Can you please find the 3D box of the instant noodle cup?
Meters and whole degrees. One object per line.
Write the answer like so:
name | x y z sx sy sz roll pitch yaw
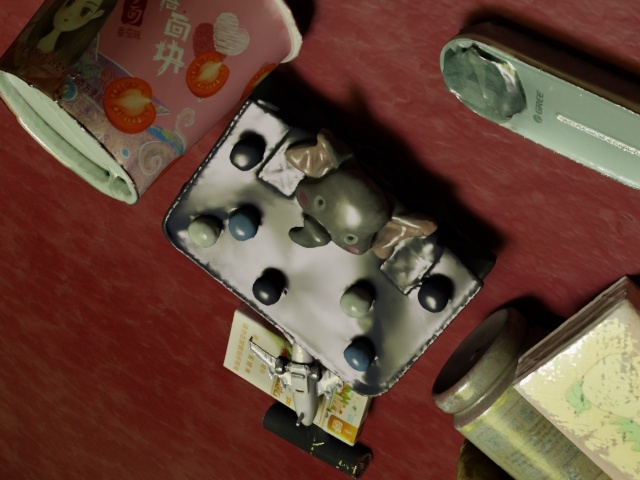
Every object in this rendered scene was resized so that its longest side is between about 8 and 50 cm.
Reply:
instant noodle cup | -0.180 -0.184 1.605 0.243 0.231 0.243 36 164 12

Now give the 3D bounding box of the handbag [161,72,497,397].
handbag | 0.009 -0.007 1.764 0.326 0.118 0.269 37 128 0

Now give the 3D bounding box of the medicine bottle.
medicine bottle | 0.286 0.227 1.821 0.322 0.151 0.151 41 154 -6

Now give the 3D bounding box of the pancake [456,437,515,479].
pancake | 0.288 0.345 1.880 0.305 0.067 0.427 33 -168 -6

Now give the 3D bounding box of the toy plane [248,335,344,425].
toy plane | -0.021 0.179 2.178 0.162 0.065 0.171 9 116 18

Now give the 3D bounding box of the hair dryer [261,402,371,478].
hair dryer | -0.015 0.249 2.365 0.173 0.050 0.195 23 146 25

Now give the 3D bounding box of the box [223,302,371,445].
box | -0.031 0.185 2.256 0.220 0.032 0.122 30 134 16

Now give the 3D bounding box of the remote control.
remote control | 0.218 -0.121 1.452 0.247 0.052 0.104 28 151 20

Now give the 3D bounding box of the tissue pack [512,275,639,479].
tissue pack | 0.370 0.201 1.686 0.325 0.071 0.170 43 121 -6
